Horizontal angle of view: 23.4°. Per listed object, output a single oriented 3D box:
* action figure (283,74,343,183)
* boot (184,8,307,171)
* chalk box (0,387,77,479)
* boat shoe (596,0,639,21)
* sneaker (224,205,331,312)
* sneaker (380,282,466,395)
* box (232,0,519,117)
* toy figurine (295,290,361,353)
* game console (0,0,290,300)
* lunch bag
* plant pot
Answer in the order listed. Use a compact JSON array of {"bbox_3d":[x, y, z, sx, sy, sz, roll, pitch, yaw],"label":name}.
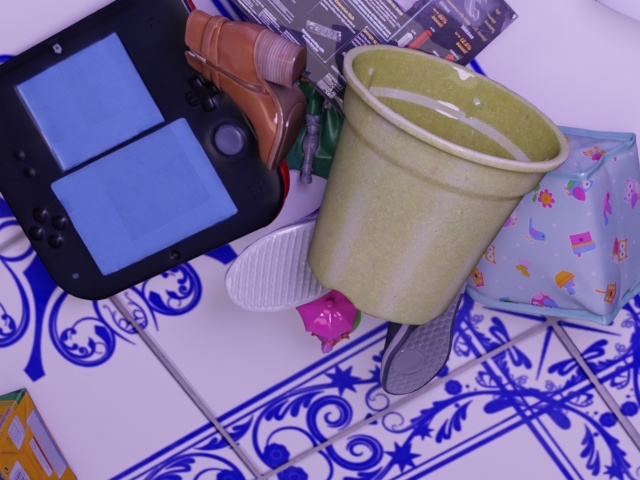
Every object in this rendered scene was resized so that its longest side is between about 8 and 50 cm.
[{"bbox_3d":[-0.019,-0.191,1.985,0.137,0.063,0.232,13,113,6],"label":"action figure"},{"bbox_3d":[-0.096,-0.187,1.889,0.152,0.073,0.197,22,132,16],"label":"boot"},{"bbox_3d":[-0.538,0.367,2.259,0.289,0.179,0.180,-17,112,17],"label":"chalk box"},{"bbox_3d":[0.507,-0.313,1.805,0.367,0.136,0.156,12,116,0],"label":"boat shoe"},{"bbox_3d":[0.001,0.001,1.999,0.282,0.161,0.102,-27,101,-7],"label":"sneaker"},{"bbox_3d":[0.119,0.077,2.034,0.086,0.163,0.226,7,121,-21],"label":"sneaker"},{"bbox_3d":[0.048,-0.304,1.881,0.242,0.076,0.307,-43,103,8],"label":"box"},{"bbox_3d":[0.012,0.089,2.054,0.130,0.159,0.173,7,116,5],"label":"toy figurine"},{"bbox_3d":[-0.259,-0.119,2.020,0.387,0.060,0.342,-24,106,25],"label":"game console"},{"bbox_3d":[0.270,-0.030,1.958,0.262,0.160,0.223,10,122,41],"label":"lunch bag"},{"bbox_3d":[0.109,-0.052,1.799,0.276,0.276,0.254,23,115,-3],"label":"plant pot"}]
